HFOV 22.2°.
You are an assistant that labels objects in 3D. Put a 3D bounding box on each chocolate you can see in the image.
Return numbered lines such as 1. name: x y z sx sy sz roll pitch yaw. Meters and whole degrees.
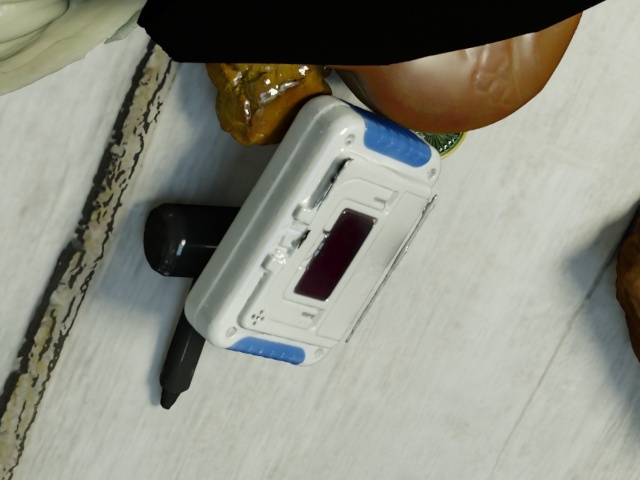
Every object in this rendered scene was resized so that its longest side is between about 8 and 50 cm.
1. chocolate: 0.041 -0.327 1.180 0.384 0.383 0.331 -8 82 -20

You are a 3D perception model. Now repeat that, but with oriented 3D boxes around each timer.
1. timer: 0.000 0.000 1.516 0.178 0.078 0.253 16 110 -51

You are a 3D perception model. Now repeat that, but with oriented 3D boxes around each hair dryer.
1. hair dryer: -0.136 0.069 1.604 0.114 0.070 0.248 4 128 -28

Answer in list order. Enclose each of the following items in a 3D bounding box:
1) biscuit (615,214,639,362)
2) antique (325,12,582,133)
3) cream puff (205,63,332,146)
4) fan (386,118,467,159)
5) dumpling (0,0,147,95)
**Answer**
1. biscuit: 0.529 0.035 1.809 0.395 0.166 0.342 -31 130 -2
2. antique: 0.103 -0.211 1.461 0.278 0.129 0.223 -6 112 -29
3. cream puff: -0.052 -0.146 1.479 0.116 0.094 0.122 -49 151 12
4. fan: 0.078 -0.092 1.601 0.082 0.039 0.155 32 105 -37
5. dumpling: -0.262 -0.213 1.257 0.315 0.233 0.395 20 128 -38
